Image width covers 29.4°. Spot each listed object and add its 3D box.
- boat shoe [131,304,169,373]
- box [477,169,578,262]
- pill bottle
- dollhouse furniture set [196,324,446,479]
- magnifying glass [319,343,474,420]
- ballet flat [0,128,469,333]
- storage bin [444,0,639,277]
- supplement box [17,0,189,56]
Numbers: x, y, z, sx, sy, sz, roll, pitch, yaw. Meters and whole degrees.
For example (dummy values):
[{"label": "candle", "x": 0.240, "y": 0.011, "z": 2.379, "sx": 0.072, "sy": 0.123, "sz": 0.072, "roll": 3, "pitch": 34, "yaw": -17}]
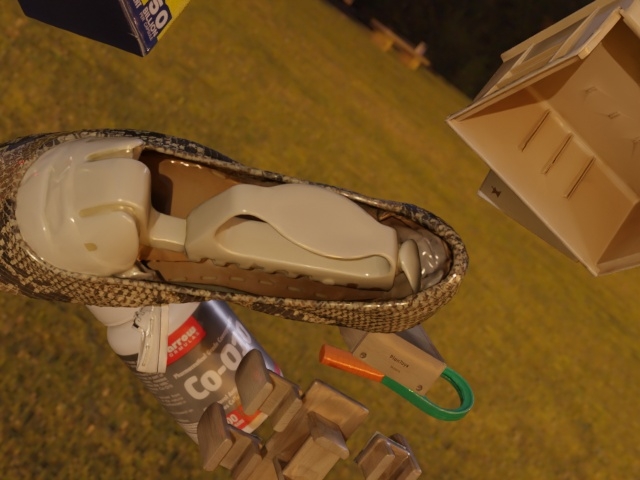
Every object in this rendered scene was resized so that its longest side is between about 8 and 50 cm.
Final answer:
[{"label": "boat shoe", "x": -0.168, "y": 0.081, "z": 1.198, "sx": 0.035, "sy": 0.100, "sz": 0.035, "roll": 2, "pitch": 7, "yaw": -14}, {"label": "box", "x": 0.394, "y": -0.152, "z": 1.685, "sx": 0.168, "sy": 0.215, "sz": 0.345, "roll": 36, "pitch": 36, "yaw": 14}, {"label": "pill bottle", "x": -0.190, "y": 0.138, "z": 1.679, "sx": 0.283, "sy": 0.161, "sz": 0.161, "roll": 53, "pitch": 6, "yaw": -25}, {"label": "dollhouse furniture set", "x": 0.009, "y": 0.173, "z": 1.347, "sx": 0.212, "sy": 0.242, "sz": 0.161, "roll": 32, "pitch": 12, "yaw": -22}, {"label": "magnifying glass", "x": 0.107, "y": 0.188, "z": 1.672, "sx": 0.231, "sy": 0.026, "sz": 0.092, "roll": 18, "pitch": 38, "yaw": -15}, {"label": "ballet flat", "x": -0.099, "y": -0.017, "z": 1.051, "sx": 0.483, "sy": 0.164, "sz": 0.182, "roll": 9, "pitch": -13, "yaw": -10}, {"label": "storage bin", "x": 0.322, "y": -0.111, "z": 1.316, "sx": 0.262, "sy": 0.123, "sz": 0.260, "roll": 45, "pitch": -26, "yaw": -12}, {"label": "supplement box", "x": -0.211, "y": -0.429, "z": 1.447, "sx": 0.195, "sy": 0.356, "sz": 0.194, "roll": 21, "pitch": -26, "yaw": 23}]
